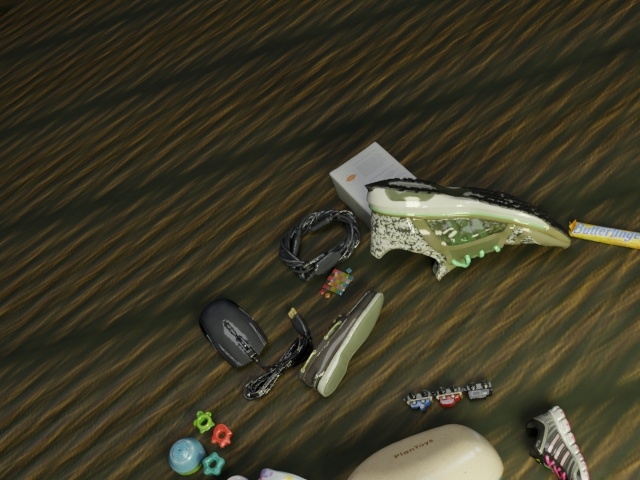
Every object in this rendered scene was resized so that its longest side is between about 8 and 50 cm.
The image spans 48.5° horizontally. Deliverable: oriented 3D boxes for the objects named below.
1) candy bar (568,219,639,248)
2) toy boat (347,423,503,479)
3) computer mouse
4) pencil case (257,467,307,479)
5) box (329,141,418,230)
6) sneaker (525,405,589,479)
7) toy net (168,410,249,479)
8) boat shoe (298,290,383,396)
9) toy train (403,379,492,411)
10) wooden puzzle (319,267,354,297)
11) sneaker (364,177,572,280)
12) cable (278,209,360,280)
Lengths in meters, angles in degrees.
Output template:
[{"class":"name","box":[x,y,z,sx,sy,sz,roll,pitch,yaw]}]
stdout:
[{"class":"candy bar","box":[0.557,-0.009,1.361,0.161,0.018,0.040,13,60,26]},{"class":"toy boat","box":[0.167,0.407,1.057,0.267,0.148,0.318,-20,9,-3]},{"class":"computer mouse","box":[-0.136,0.176,1.434,0.184,0.060,0.262,-36,52,-8]},{"class":"pencil case","box":[-0.086,0.509,1.134,0.124,0.113,0.273,29,60,-13]},{"class":"box","box":[0.125,-0.108,1.534,0.130,0.091,0.170,-35,52,-8]},{"class":"sneaker","box":[0.376,0.349,1.132,0.074,0.063,0.170,-17,46,6]},{"class":"toy net","box":[-0.179,0.418,1.283,0.122,0.045,0.232,-43,55,-17]},{"class":"boat shoe","box":[0.041,0.183,1.354,0.068,0.081,0.228,24,68,27]},{"class":"toy train","box":[0.226,0.278,1.258,0.158,0.027,0.036,-11,63,10]},{"class":"wooden puzzle","box":[0.036,0.087,1.475,0.049,0.006,0.083,22,64,31]},{"class":"sneaker","box":[0.278,-0.009,1.401,0.410,0.182,0.158,10,18,6]},{"class":"cable","box":[0.000,0.000,1.534,0.184,0.047,0.150,-41,48,-10]}]
